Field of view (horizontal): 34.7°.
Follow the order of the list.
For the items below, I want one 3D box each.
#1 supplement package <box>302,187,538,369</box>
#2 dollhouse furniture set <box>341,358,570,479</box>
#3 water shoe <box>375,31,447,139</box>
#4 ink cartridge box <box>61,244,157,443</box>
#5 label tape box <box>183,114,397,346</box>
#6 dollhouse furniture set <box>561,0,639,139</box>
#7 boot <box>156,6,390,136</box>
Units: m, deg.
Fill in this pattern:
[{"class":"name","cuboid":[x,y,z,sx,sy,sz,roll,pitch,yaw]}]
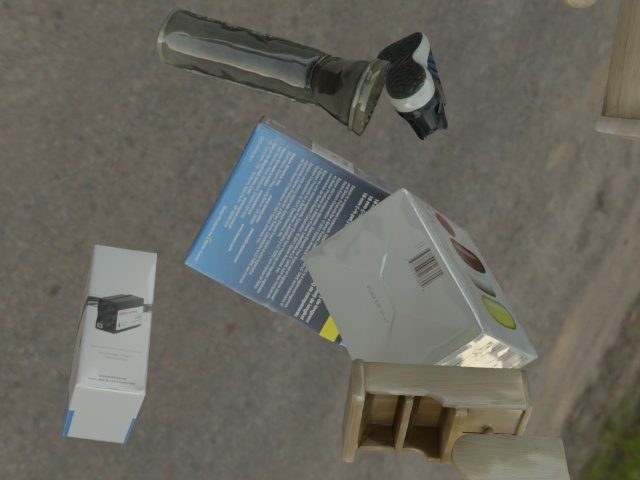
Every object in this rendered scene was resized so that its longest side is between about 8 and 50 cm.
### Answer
[{"class":"supplement package","cuboid":[0.119,0.078,1.182,0.149,0.194,0.203,-34,154,16]},{"class":"dollhouse furniture set","cuboid":[0.105,0.233,0.879,0.212,0.161,0.242,96,-4,-45]},{"class":"water shoe","cuboid":[0.113,-0.187,1.249,0.080,0.073,0.203,58,19,-26]},{"class":"ink cartridge box","cuboid":[-0.401,0.197,1.956,0.129,0.307,0.223,10,143,-14]},{"class":"label tape box","cuboid":[0.000,0.000,1.535,0.240,0.334,0.106,-60,-174,11]},{"class":"dollhouse furniture set","cuboid":[0.337,-0.150,0.640,0.286,0.303,0.198,0,99,-52]},{"class":"boot","cuboid":[-0.046,-0.163,0.936,0.189,0.208,0.076,-133,-113,-87]}]
